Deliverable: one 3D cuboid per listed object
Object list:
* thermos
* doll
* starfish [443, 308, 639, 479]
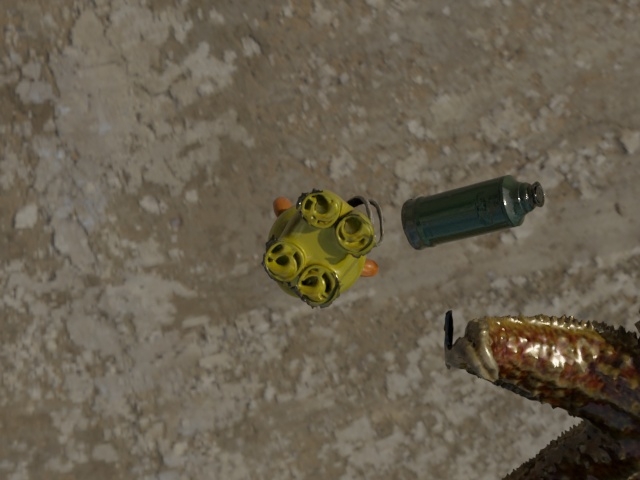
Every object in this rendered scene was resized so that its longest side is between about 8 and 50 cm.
[{"bbox_3d":[0.207,-0.037,1.462,0.188,0.073,0.083,-14,146,34],"label":"thermos"},{"bbox_3d":[0.000,0.000,1.174,0.143,0.221,0.135,34,97,2],"label":"doll"},{"bbox_3d":[0.214,0.092,0.693,0.303,0.113,0.312,16,111,-7],"label":"starfish"}]
